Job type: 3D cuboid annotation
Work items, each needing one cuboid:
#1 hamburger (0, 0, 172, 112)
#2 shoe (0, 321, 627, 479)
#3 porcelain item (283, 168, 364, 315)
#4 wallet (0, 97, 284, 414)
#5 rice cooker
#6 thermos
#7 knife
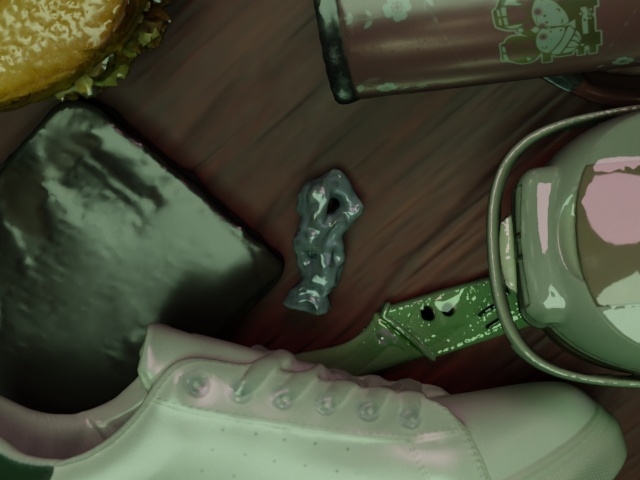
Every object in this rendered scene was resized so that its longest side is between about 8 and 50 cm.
[{"bbox_3d":[-0.155,-0.157,0.738,0.191,0.118,0.182,-3,109,10],"label":"hamburger"},{"bbox_3d":[-0.026,0.103,0.783,0.363,0.132,0.160,-16,101,0],"label":"shoe"},{"bbox_3d":[0.000,0.000,0.814,0.036,0.028,0.083,9,106,-14],"label":"porcelain item"},{"bbox_3d":[-0.176,0.070,0.846,0.165,0.042,0.309,41,106,-8],"label":"wallet"},{"bbox_3d":[0.188,0.004,0.735,0.206,0.127,0.145,-4,80,6],"label":"rice cooker"},{"bbox_3d":[0.167,-0.127,0.715,0.330,0.109,0.136,-6,102,7],"label":"thermos"},{"bbox_3d":[0.037,0.057,0.831,0.293,0.020,0.043,-18,107,10],"label":"knife"}]
